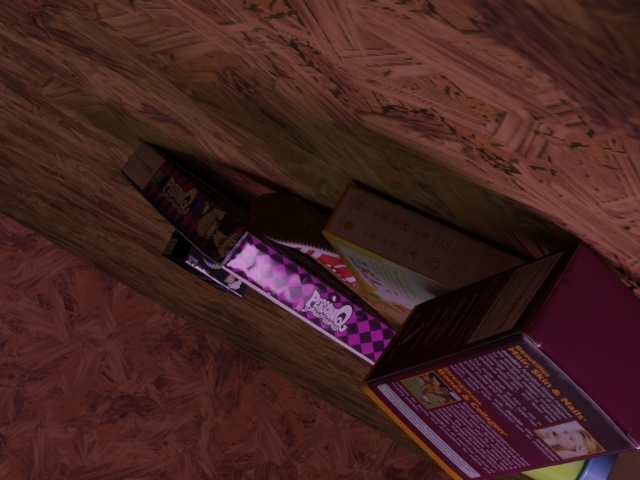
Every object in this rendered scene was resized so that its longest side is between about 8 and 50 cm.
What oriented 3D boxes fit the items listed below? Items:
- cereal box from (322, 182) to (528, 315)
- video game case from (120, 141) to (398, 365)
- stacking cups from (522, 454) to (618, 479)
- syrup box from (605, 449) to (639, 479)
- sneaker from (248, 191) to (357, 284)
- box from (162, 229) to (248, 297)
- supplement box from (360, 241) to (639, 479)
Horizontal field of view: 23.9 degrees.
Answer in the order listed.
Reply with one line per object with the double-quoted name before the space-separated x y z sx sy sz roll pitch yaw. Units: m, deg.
"cereal box" 0.130 0.049 1.086 0.240 0.047 0.173 24 168 19
"video game case" -0.045 0.017 1.337 0.232 0.041 0.210 35 -178 -38
"stacking cups" 0.295 0.244 1.590 0.316 0.096 0.096 27 172 -6
"syrup box" 0.367 0.260 1.433 0.096 0.093 0.237 19 167 46
"sneaker" 0.000 0.000 1.229 0.118 0.042 0.067 21 166 30
"box" -0.108 0.011 1.564 0.083 0.062 0.052 33 169 -33
"supplement box" 0.124 0.082 0.957 0.104 0.081 0.188 44 149 -12
